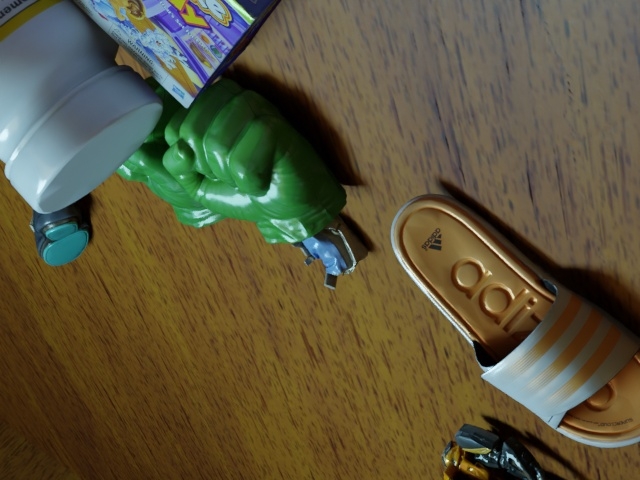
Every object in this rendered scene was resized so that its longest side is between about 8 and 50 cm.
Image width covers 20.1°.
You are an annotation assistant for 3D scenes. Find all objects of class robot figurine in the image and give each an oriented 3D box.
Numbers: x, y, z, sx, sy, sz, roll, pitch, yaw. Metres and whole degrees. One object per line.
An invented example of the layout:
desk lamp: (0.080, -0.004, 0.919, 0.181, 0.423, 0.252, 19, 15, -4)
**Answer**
robot figurine: (0.231, 0.297, 1.774, 0.291, 0.085, 0.211, 34, 158, 22)

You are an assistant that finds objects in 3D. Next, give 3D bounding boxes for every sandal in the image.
sandal: (0.151, 0.069, 1.400, 0.265, 0.102, 0.076, 40, -164, 10)

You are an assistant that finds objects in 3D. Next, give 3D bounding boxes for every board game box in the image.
board game box: (-0.178, -0.275, 1.360, 0.347, 0.078, 0.233, 43, 160, -3)

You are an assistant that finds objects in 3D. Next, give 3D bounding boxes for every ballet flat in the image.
ballet flat: (-0.318, -0.025, 2.174, 0.074, 0.074, 0.203, 40, 166, 4)

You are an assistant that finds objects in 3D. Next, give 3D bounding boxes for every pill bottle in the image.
pill bottle: (-0.293, -0.191, 1.530, 0.334, 0.188, 0.188, 48, 161, 7)

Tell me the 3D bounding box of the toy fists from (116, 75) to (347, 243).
toy fists: (-0.100, -0.074, 1.609, 0.142, 0.096, 0.279, 53, 159, -26)

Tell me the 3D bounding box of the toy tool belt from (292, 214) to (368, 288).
toy tool belt: (0.000, 0.000, 1.637, 0.083, 0.051, 0.052, 49, 159, -17)
